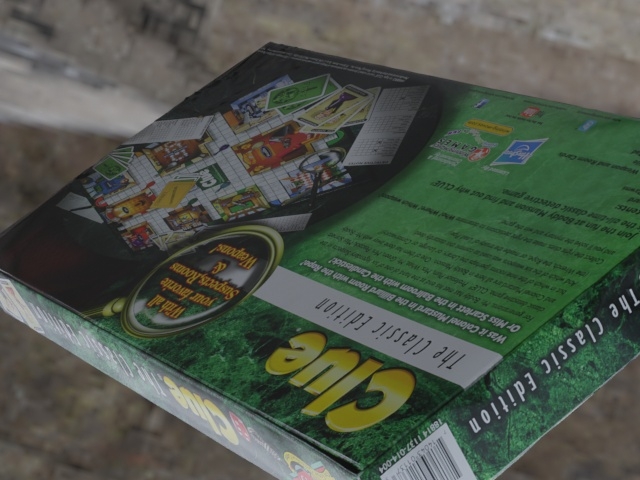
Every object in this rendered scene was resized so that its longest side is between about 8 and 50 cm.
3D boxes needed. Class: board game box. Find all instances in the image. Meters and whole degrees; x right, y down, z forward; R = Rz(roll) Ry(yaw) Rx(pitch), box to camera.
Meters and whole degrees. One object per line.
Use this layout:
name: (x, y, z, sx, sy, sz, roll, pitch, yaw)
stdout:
board game box: (0.000, 0.000, 0.549, 0.260, 0.136, 0.030, 21, 142, 59)
